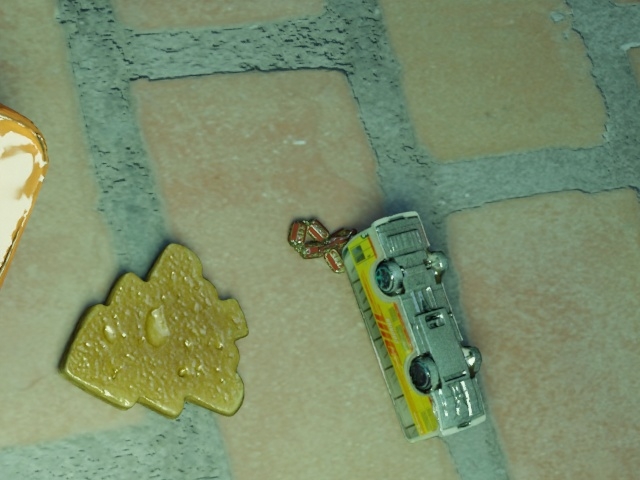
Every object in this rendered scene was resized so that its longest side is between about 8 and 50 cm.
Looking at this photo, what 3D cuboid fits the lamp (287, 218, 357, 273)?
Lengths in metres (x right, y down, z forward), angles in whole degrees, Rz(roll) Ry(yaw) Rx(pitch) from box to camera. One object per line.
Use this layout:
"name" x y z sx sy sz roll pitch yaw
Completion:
"lamp" 0.000 0.000 2.155 0.083 0.031 0.063 22 65 -16

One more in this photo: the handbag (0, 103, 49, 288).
"handbag" -0.507 -0.054 1.825 0.410 0.116 0.303 22 92 -17

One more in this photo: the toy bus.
"toy bus" 0.111 0.105 2.117 0.092 0.106 0.268 -15 82 -38

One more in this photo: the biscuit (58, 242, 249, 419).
"biscuit" -0.190 0.118 2.011 0.239 0.041 0.212 -16 84 -30
